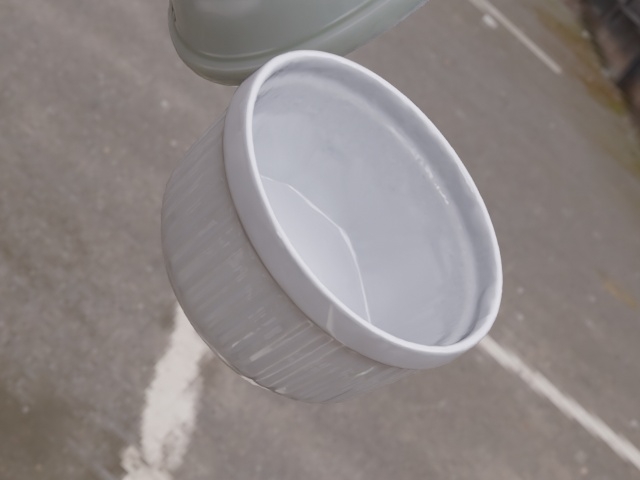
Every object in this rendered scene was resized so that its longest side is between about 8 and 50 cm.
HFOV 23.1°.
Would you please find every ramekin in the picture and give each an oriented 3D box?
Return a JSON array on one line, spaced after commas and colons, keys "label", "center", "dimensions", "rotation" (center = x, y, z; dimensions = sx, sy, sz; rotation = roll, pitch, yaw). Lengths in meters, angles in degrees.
[{"label": "ramekin", "center": [0.000, 0.000, 0.941], "dimensions": [0.207, 0.109, 0.207], "rotation": [30, 41, -30]}]

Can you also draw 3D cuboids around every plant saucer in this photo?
[{"label": "plant saucer", "center": [0.011, -0.302, 1.194], "dimensions": [0.100, 0.400, 0.400], "rotation": [43, 13, -34]}]
